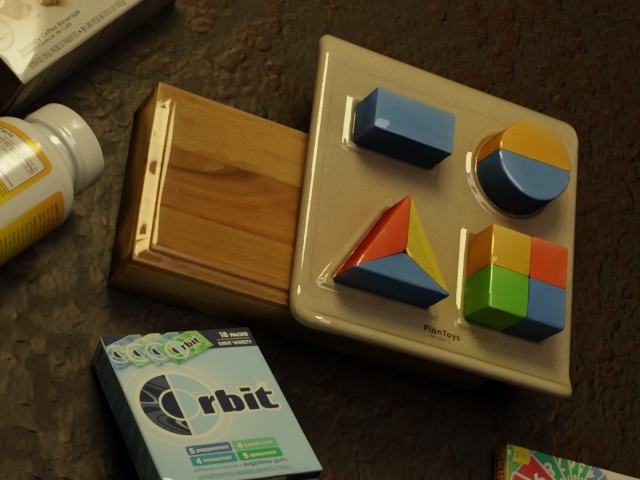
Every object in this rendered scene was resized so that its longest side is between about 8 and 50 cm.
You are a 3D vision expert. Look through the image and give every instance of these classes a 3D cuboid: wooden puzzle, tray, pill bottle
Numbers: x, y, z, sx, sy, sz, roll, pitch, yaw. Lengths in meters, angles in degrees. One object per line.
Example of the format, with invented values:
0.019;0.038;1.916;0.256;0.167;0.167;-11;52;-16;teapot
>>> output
0.137;-0.035;1.594;0.322;0.080;0.347;17;59;-22;wooden puzzle
0.000;0.000;1.593;0.411;0.076;0.202;17;59;-21;tray
-0.299;-0.040;1.411;0.117;0.117;0.208;50;53;1;pill bottle

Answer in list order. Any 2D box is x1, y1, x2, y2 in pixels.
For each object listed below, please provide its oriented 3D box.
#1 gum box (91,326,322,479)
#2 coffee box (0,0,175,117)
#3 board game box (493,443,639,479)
-0.106;0.160;1.427;0.157;0.041;0.184;-3;44;-31;gum box
-0.268;-0.258;1.538;0.168;0.119;0.297;48;52;-2;coffee box
0.296;0.304;1.639;0.259;0.039;0.124;19;59;-24;board game box
